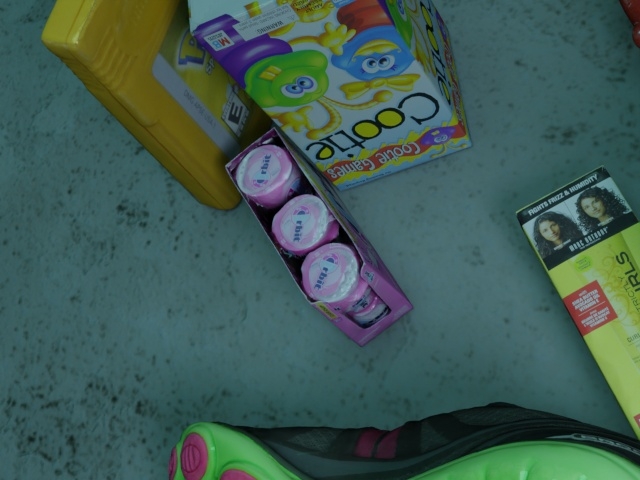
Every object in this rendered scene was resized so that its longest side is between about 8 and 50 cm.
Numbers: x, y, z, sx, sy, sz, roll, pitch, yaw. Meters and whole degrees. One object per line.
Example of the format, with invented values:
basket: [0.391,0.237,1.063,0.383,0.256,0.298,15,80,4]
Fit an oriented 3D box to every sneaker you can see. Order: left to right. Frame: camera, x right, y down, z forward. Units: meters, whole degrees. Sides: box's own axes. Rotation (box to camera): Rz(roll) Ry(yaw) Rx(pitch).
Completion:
sneaker: [0.062,0.214,0.783,0.482,0.202,0.185,-5,88,44]

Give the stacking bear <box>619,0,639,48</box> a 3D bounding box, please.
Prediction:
stacking bear: [0.374,-0.253,0.839,0.289,0.164,0.175,-25,72,25]

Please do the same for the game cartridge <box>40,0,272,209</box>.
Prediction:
game cartridge: [-0.104,-0.216,0.973,0.052,0.324,0.285,14,74,21]

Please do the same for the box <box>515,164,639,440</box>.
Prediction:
box: [0.239,0.058,0.817,0.087,0.058,0.232,-28,56,11]

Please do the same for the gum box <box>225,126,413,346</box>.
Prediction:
gum box: [0.000,0.000,0.946,0.062,0.107,0.188,-38,55,7]

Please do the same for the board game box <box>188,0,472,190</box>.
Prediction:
board game box: [0.014,-0.181,0.921,0.144,0.275,0.142,-19,59,19]
